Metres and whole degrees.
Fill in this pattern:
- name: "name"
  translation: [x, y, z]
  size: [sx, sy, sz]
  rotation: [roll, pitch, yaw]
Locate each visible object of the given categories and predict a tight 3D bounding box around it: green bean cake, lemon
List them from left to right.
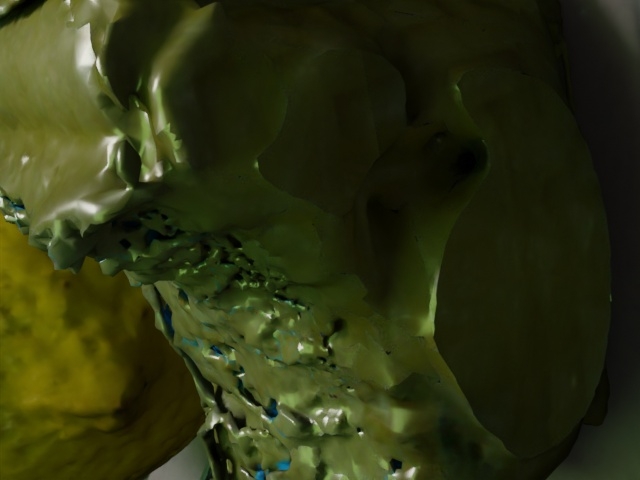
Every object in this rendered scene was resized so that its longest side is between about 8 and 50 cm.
- name: "lemon"
  translation: [-0.199, 0.015, 0.750]
  size: [0.336, 0.336, 0.336]
  rotation: [21, 117, 48]
- name: "green bean cake"
  translation: [0.006, 0.014, 0.507]
  size: [0.202, 0.285, 0.309]
  rotation: [0, 102, 48]

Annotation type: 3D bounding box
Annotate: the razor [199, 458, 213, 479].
- name: "razor"
  translation: [0.010, 0.199, 0.750]
  size: [0.232, 0.068, 0.106]
  rotation: [45, 134, 29]
